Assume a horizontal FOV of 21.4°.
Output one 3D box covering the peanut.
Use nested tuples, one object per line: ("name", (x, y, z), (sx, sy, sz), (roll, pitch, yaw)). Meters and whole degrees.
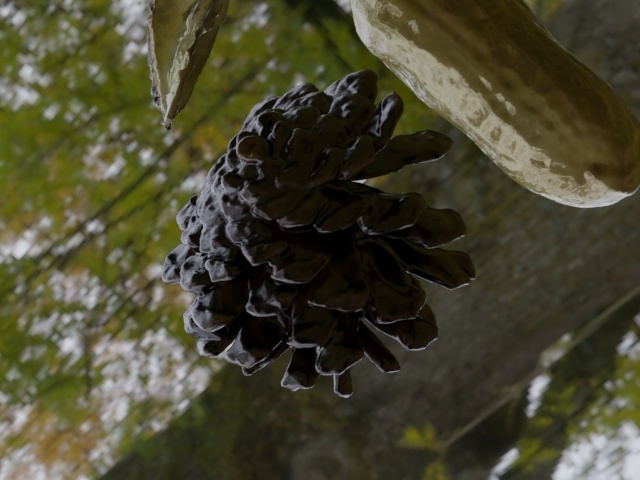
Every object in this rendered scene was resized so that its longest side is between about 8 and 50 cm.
("peanut", (0.166, -0.151, 1.541), (0.319, 0.147, 0.147), (39, -143, 5))

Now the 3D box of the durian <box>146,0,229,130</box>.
("durian", (-0.083, -0.134, 1.131), (0.052, 0.066, 0.130), (21, -93, -39))

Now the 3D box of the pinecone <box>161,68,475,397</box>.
("pinecone", (0.002, 0.002, 1.190), (0.201, 0.229, 0.202), (50, -169, -9))
